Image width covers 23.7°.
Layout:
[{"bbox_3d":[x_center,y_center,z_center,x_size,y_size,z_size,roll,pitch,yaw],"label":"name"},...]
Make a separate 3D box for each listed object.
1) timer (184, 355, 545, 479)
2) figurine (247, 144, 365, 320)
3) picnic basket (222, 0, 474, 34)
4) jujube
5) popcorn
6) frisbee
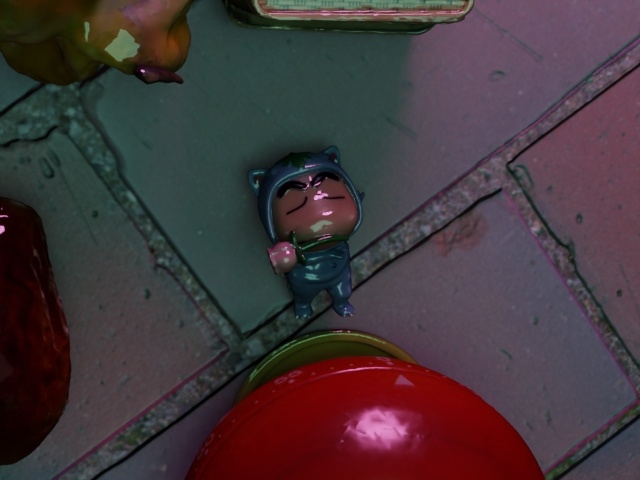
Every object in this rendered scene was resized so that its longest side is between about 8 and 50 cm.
[{"bbox_3d":[0.044,0.304,1.496,0.378,0.279,0.378,-2,103,-10],"label":"timer"},{"bbox_3d":[-0.004,0.002,1.519,0.114,0.144,0.178,-9,114,0],"label":"figurine"},{"bbox_3d":[0.029,-0.350,1.437,0.228,0.175,0.313,0,101,-14],"label":"picnic basket"},{"bbox_3d":[-0.328,0.086,1.450,0.190,0.190,0.255,8,82,-15],"label":"jujube"},{"bbox_3d":[-0.237,-0.290,1.355,0.297,0.281,0.316,-13,121,-42],"label":"popcorn"},{"bbox_3d":[0.015,0.207,1.622,0.236,0.017,0.236,-3,101,-13],"label":"frisbee"}]
